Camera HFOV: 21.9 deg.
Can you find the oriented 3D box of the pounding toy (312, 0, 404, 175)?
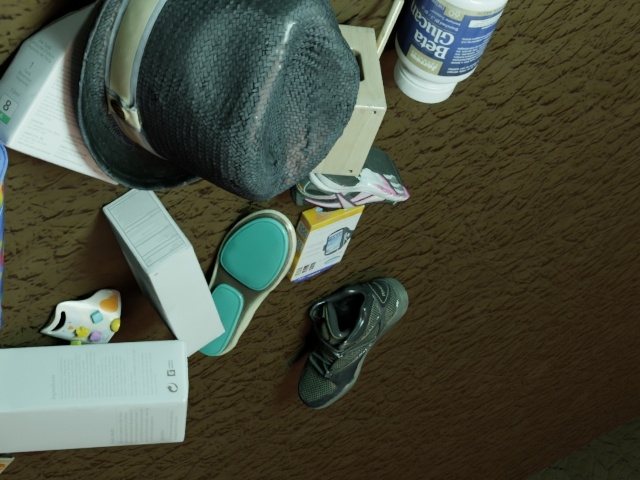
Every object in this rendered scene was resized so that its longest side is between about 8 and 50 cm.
[{"bbox_3d":[0.028,-0.161,1.698,0.100,0.141,0.130,4,143,-14],"label":"pounding toy"}]

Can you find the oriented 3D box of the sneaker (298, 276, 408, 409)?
[{"bbox_3d":[0.015,0.143,2.289,0.130,0.087,0.227,0,135,-51],"label":"sneaker"}]

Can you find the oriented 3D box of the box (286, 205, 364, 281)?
[{"bbox_3d":[0.000,0.000,2.072,0.081,0.028,0.136,-21,155,-30],"label":"box"}]

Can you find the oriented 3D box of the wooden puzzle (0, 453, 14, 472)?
[{"bbox_3d":[-0.424,0.294,2.067,0.078,0.014,0.116,-2,139,-52],"label":"wooden puzzle"}]

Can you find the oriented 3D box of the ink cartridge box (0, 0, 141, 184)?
[{"bbox_3d":[-0.189,-0.169,1.502,0.225,0.056,0.181,-59,153,5],"label":"ink cartridge box"}]

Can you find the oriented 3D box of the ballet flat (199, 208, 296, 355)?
[{"bbox_3d":[-0.087,0.038,1.983,0.086,0.086,0.248,-12,148,-43],"label":"ballet flat"}]

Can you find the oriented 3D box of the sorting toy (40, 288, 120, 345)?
[{"bbox_3d":[-0.274,0.093,1.874,0.075,0.045,0.083,11,132,-34],"label":"sorting toy"}]

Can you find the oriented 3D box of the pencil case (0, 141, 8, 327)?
[{"bbox_3d":[-0.350,0.006,1.495,0.133,0.119,0.306,-7,148,-15],"label":"pencil case"}]

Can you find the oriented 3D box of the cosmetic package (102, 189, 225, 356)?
[{"bbox_3d":[-0.168,0.036,1.824,0.060,0.099,0.239,-31,157,-9],"label":"cosmetic package"}]

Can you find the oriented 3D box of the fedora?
[{"bbox_3d":[-0.061,-0.152,1.483,0.334,0.152,0.334,-37,151,-25],"label":"fedora"}]

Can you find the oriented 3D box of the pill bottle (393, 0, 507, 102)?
[{"bbox_3d":[0.133,-0.225,1.746,0.094,0.094,0.169,-21,152,-30],"label":"pill bottle"}]

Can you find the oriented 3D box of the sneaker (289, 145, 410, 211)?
[{"bbox_3d":[0.028,-0.067,1.955,0.077,0.072,0.178,-36,151,32],"label":"sneaker"}]

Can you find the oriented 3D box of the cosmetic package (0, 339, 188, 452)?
[{"bbox_3d":[-0.267,0.176,1.865,0.231,0.085,0.117,-1,149,-8],"label":"cosmetic package"}]
